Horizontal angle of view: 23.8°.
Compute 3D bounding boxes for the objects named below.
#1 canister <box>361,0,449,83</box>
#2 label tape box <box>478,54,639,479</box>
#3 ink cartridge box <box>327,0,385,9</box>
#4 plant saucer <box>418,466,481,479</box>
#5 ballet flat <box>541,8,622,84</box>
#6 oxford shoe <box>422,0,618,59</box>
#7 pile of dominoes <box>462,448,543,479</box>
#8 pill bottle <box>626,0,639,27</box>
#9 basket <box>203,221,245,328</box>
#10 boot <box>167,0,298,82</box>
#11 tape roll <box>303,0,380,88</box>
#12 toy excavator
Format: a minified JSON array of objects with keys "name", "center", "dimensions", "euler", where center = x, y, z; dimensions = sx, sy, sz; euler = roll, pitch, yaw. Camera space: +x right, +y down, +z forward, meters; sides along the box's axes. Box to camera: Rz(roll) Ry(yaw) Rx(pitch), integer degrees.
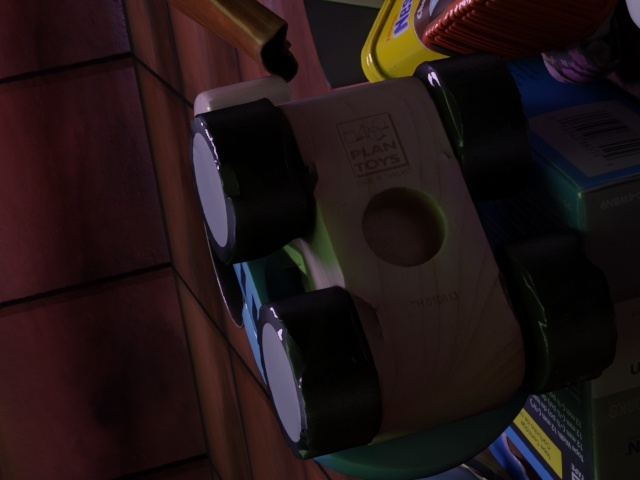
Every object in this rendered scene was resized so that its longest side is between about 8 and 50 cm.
[{"name":"canister","center":[0.112,-0.195,1.237],"dimensions":[0.126,0.073,0.170],"euler":[-65,15,-22]},{"name":"label tape box","center":[0.200,0.056,1.188],"dimensions":[0.249,0.115,0.348],"euler":[-127,25,-59]},{"name":"ink cartridge box","center":[0.014,-0.266,1.348],"dimensions":[0.062,0.209,0.109],"euler":[-148,64,-73]},{"name":"plant saucer","center":[0.201,0.289,1.257],"dimensions":[0.317,0.044,0.317],"euler":[42,177,2]},{"name":"ballet flat","center":[0.178,-0.223,1.109],"dimensions":[0.079,0.077,0.222],"euler":[-5,104,57]},{"name":"oxford shoe","center":[0.165,-0.207,1.043],"dimensions":[0.271,0.097,0.098],"euler":[-31,53,50]},{"name":"pile of dominoes","center":[0.125,0.183,1.410],"dimensions":[0.196,0.040,0.251],"euler":[27,172,40]},{"name":"pill bottle","center":[0.222,-0.186,0.849],"dimensions":[0.121,0.121,0.221],"euler":[168,88,-76]},{"name":"basket","center":[-0.002,-0.028,1.645],"dimensions":[0.154,0.226,0.204],"euler":[-145,44,-70]},{"name":"boot","center":[-0.129,-0.256,1.485],"dimensions":[0.280,0.096,0.264],"euler":[36,172,5]},{"name":"tape roll","center":[0.022,-0.264,1.504],"dimensions":[0.219,0.072,0.219],"euler":[-12,-90,-83]},{"name":"toy excavator","center":[0.000,0.000,1.198],"dimensions":[0.445,0.222,0.433],"euler":[112,140,-66]}]
